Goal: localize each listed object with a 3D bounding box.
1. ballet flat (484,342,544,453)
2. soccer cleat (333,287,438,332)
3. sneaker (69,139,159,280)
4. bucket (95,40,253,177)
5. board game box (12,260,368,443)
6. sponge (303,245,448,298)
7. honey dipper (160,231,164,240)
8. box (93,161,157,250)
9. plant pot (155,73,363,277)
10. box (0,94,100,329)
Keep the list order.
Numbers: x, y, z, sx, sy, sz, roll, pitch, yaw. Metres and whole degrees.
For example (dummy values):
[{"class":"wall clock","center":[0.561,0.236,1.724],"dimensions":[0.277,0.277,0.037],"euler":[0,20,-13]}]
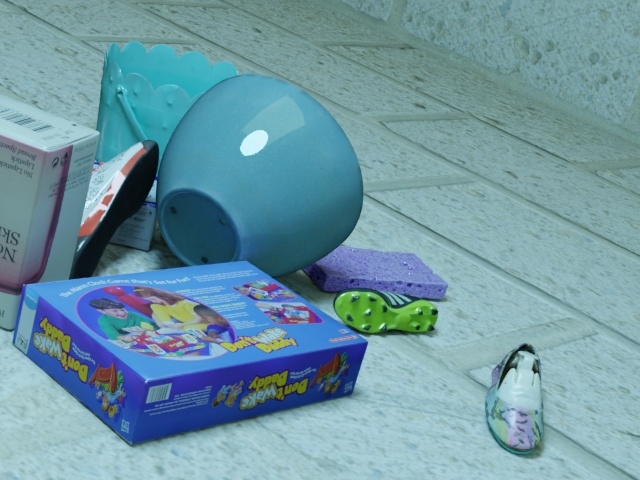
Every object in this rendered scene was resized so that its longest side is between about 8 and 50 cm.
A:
[{"class":"ballet flat","center":[0.253,0.188,1.664],"dimensions":[0.077,0.079,0.221],"euler":[18,20,2]},{"class":"soccer cleat","center":[0.083,0.096,1.827],"dimensions":[0.179,0.060,0.072],"euler":[10,10,-35]},{"class":"sneaker","center":[-0.328,-0.057,1.736],"dimensions":[0.145,0.090,0.270],"euler":[17,49,13]},{"class":"bucket","center":[-0.243,-0.204,2.187],"dimensions":[0.281,0.183,0.281],"euler":[14,20,-5]},{"class":"board game box","center":[-0.147,0.119,1.540],"dimensions":[0.347,0.078,0.233],"euler":[-5,28,-46]},{"class":"sponge","center":[0.075,0.047,1.980],"dimensions":[0.210,0.031,0.117],"euler":[6,22,-27]},{"class":"honey dipper","center":[-0.236,-0.037,1.976],"dimensions":[0.031,0.030,0.160],"euler":[11,24,-14]},{"class":"box","center":[-0.298,-0.053,1.897],"dimensions":[0.126,0.072,0.137],"euler":[13,19,-10]},{"class":"plant pot","center":[-0.113,-0.058,1.801],"dimensions":[0.290,0.290,0.195],"euler":[23,39,20]},{"class":"box","center":[-0.375,-0.037,1.553],"dimensions":[0.149,0.232,0.127],"euler":[21,20,13]}]
